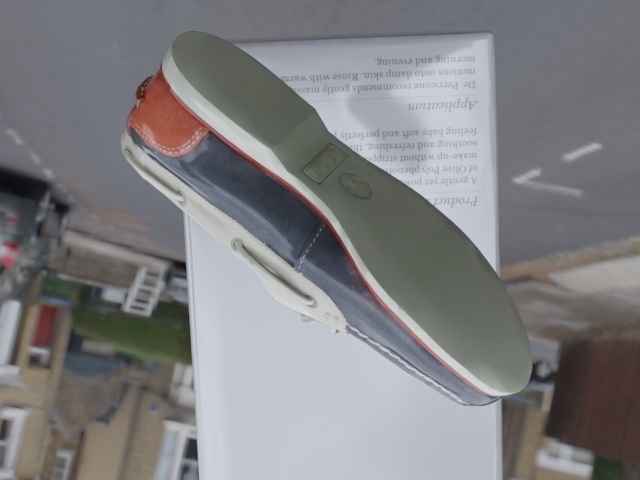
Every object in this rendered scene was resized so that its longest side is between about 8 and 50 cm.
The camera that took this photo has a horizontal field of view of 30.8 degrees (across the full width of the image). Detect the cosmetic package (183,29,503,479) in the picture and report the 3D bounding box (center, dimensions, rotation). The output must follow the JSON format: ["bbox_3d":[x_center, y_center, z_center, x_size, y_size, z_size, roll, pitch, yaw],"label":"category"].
[{"bbox_3d":[0.021,0.050,0.759,0.197,0.365,0.155,0,-169,7],"label":"cosmetic package"}]

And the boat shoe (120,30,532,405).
[{"bbox_3d":[0.000,0.000,0.329,0.137,0.043,0.049,42,-146,4],"label":"boat shoe"}]
